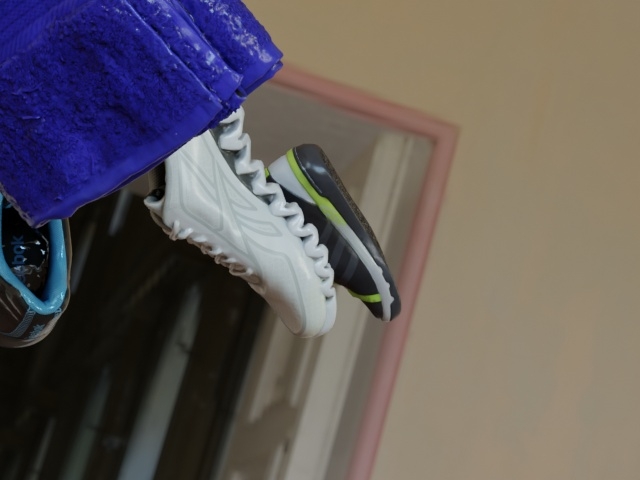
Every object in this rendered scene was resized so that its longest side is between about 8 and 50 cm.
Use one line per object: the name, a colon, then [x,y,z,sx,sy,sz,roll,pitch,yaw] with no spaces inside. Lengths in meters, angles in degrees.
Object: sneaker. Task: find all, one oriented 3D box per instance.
sneaker: [-0.090,-0.024,1.534,0.292,0.118,0.110,58,-26,-11]
sneaker: [-0.289,-0.074,1.594,0.125,0.341,0.139,-10,-6,-24]
sneaker: [0.000,0.000,1.704,0.097,0.084,0.235,-28,-59,6]

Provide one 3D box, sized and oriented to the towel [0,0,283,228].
towel: [-0.198,-0.165,1.039,0.227,0.076,0.308,-32,-76,28]
